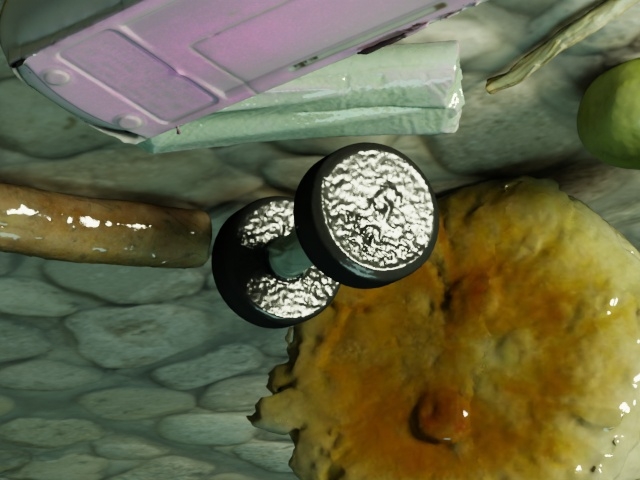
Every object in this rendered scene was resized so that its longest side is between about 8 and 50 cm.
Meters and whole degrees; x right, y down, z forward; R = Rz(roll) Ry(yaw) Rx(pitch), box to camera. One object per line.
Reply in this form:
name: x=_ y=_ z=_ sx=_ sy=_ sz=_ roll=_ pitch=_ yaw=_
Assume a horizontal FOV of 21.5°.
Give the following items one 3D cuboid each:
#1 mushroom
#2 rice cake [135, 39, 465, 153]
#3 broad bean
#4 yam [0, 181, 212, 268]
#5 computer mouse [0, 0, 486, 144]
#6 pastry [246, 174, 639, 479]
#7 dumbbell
mushroom: x=0.203 y=-0.157 z=1.059 sx=0.028 sy=0.026 sz=0.286 roll=25 pitch=144 yaw=-26
rice cake: x=-0.013 y=-0.095 z=1.103 sx=0.222 sy=0.042 sz=0.080 roll=-4 pitch=152 yaw=-6
broad bean: x=0.269 y=-0.083 z=1.167 sx=0.175 sy=0.082 sz=0.124 roll=2 pitch=157 yaw=-23
yam: x=-0.188 y=-0.012 z=1.230 sx=0.241 sy=0.056 sz=0.057 roll=5 pitch=153 yaw=-31
computer mouse: x=-0.038 y=-0.144 z=0.941 sx=0.310 sy=0.071 sz=0.158 roll=-19 pitch=147 yaw=32
pastry: x=0.121 y=0.110 z=1.290 sx=0.330 sy=0.329 sz=0.136 roll=-16 pitch=154 yaw=18
dumbbell: x=0.000 y=0.000 z=1.206 sx=0.100 sy=0.100 sz=0.191 roll=4 pitch=167 yaw=-25
